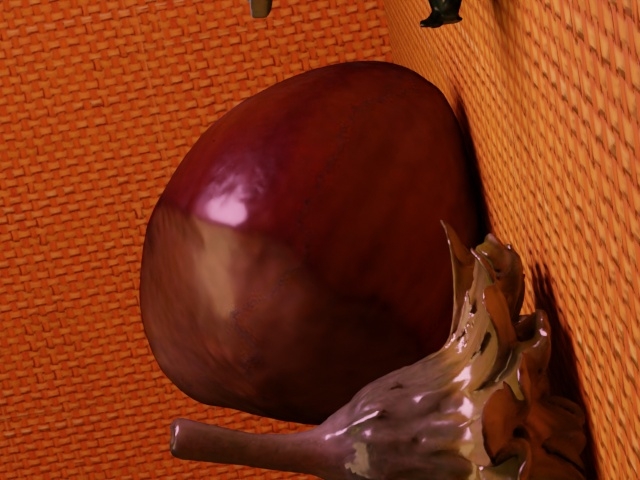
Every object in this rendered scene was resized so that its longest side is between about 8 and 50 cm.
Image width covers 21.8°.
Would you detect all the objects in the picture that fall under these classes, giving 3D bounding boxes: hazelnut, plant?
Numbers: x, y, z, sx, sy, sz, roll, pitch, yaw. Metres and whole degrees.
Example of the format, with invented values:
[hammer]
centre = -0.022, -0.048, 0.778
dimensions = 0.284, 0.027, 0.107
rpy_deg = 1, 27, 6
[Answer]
[hazelnut]
centre = -0.003, 0.007, 1.571
dimensions = 0.366, 0.366, 0.365
rpy_deg = -10, -90, -89
[plant]
centre = 0.084, 0.152, 1.132
dimensions = 0.261, 0.297, 0.306
rpy_deg = 37, 130, 45

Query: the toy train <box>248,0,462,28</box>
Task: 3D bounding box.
[toy train]
centre = 0.010, -0.316, 1.190
dimensions = 0.442, 0.179, 0.272
rpy_deg = -97, 5, -69
